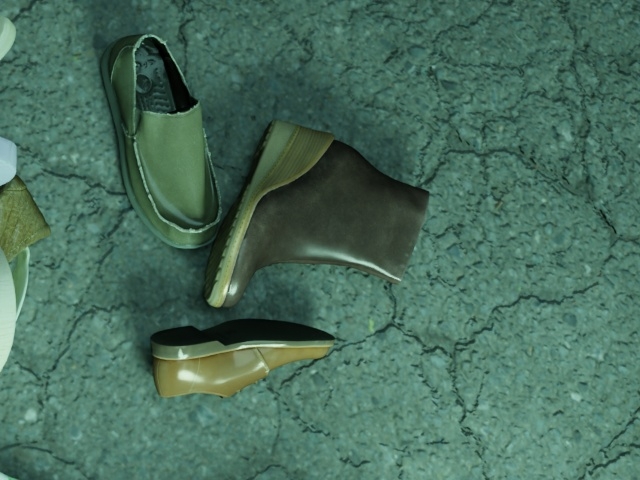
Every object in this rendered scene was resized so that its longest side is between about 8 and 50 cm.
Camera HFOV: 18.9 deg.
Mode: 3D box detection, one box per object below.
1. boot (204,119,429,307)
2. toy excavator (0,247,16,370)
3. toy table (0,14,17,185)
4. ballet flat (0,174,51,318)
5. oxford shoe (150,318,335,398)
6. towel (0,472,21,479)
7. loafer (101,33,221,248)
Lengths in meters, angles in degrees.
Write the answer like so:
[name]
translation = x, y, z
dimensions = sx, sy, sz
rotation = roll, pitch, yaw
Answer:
[boot]
translation = 0.000, 0.000, 2.107
dimensions = 0.207, 0.090, 0.248
rotation = 28, 63, -10
[toy excavator]
translation = -0.464, 0.073, 1.626
dimensions = 0.222, 0.445, 0.433
rotation = -6, 45, -45
[toy table]
translation = -0.433, -0.138, 1.906
dimensions = 0.274, 0.252, 0.160
rotation = 0, 75, 1
[ballet flat]
translation = -0.377, 0.084, 1.939
dimensions = 0.124, 0.116, 0.342
rotation = 44, 59, -25
[oxford shoe]
translation = -0.084, 0.128, 2.061
dimensions = 0.212, 0.076, 0.076
rotation = -5, 107, -25
[towel]
translation = -0.351, 0.336, 1.864
dimensions = 0.325, 0.038, 0.247
rotation = 29, 66, -25
[loafer]
translation = -0.171, -0.112, 2.074
dimensions = 0.094, 0.087, 0.251
rotation = -18, 82, -25
